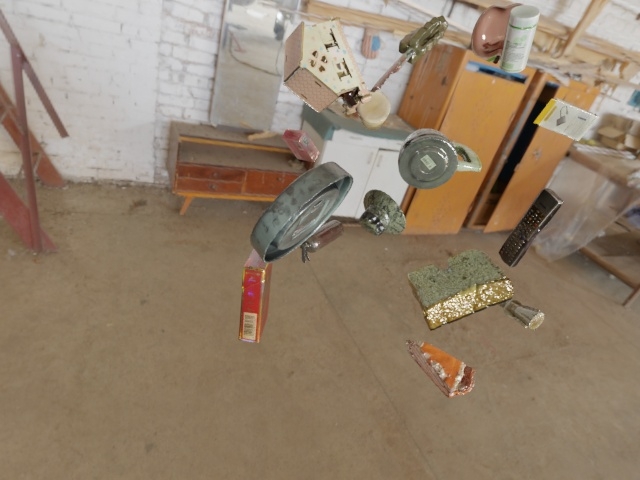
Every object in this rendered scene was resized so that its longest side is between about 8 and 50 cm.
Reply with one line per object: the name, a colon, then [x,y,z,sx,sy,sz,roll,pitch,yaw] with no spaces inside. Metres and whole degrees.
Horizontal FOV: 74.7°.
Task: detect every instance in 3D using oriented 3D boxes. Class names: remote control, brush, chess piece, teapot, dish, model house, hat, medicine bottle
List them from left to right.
model house: [-0.006,-0.572,1.431,0.244,0.326,0.169,-31,11,-33]
chess piece: [0.229,-0.558,1.843,0.143,0.142,0.261,20,6,5]
hat: [0.257,-0.095,1.932,0.265,0.265,0.128,36,66,29]
brush: [0.211,-0.456,1.031,0.071,0.084,0.301,47,66,-14]
teapot: [0.488,-0.383,1.779,0.322,0.239,0.239,-14,35,19]
dish: [0.655,-0.748,1.504,0.213,0.213,0.090,24,46,10]
medicine bottle: [0.635,-0.642,1.346,0.086,0.183,0.086,-5,52,6]
remote control: [0.475,-0.025,0.959,0.028,0.212,0.059,-8,48,-23]

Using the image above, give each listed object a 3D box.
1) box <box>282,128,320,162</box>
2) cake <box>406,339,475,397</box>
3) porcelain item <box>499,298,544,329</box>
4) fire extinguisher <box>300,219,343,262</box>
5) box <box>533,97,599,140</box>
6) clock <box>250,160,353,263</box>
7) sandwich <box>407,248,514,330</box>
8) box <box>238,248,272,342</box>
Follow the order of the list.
box: [-0.084,-0.412,1.823,0.111,0.156,0.060,19,69,38]
cake: [0.432,0.473,1.560,0.287,0.098,0.135,31,64,21]
porcelain item: [0.766,0.275,1.641,0.054,0.084,0.213,46,-3,-21]
fire extinguisher: [0.000,0.000,1.508,0.072,0.089,0.268,-4,14,30]
box: [1.084,-0.539,1.858,0.247,0.129,0.033,18,42,-11]
clock: [-0.046,-0.068,1.057,0.061,0.312,0.313,46,37,10]
sandwich: [0.427,0.140,1.322,0.273,0.095,0.249,-22,22,5]
box: [-0.251,0.208,1.633,0.089,0.313,0.197,9,20,1]
